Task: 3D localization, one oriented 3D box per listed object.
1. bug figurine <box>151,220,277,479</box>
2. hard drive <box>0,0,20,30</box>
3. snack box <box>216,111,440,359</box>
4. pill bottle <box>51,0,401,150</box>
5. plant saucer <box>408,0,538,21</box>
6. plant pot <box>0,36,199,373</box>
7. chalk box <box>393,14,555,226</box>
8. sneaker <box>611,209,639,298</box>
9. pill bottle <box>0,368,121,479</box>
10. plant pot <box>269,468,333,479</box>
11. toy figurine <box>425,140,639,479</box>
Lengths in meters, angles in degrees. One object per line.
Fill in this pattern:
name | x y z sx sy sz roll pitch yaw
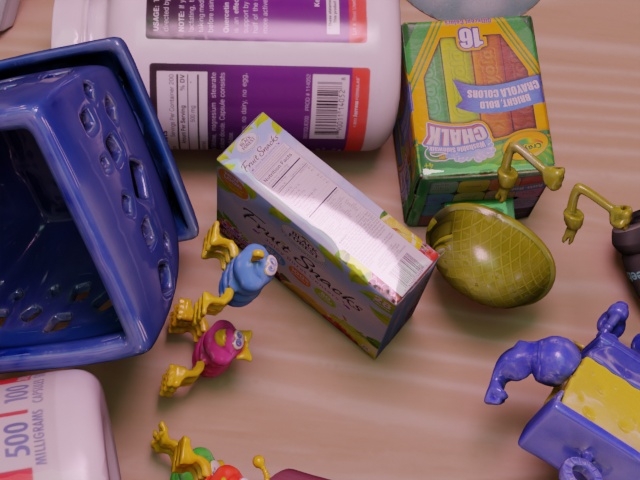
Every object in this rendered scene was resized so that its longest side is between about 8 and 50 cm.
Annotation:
bug figurine | -0.091 0.136 1.126 0.072 0.216 0.279 12 68 -16
hard drive | -0.354 -0.381 1.263 0.203 0.307 0.040 31 35 7
snack box | 0.000 0.000 1.201 0.207 0.174 0.070 38 71 9
pill bottle | -0.089 -0.178 1.256 0.323 0.181 0.181 1 70 -4
plant saucer | 0.163 -0.325 1.403 0.195 0.037 0.195 2 70 -4
plant pot | -0.248 -0.039 1.127 0.236 0.236 0.212 -9 27 23
chalk box | 0.146 -0.093 1.267 0.132 0.132 0.213 -5 70 -5
sneaker | 0.415 -0.009 1.290 0.267 0.101 0.106 -20 95 -11
pill bottle | -0.367 0.247 1.058 0.408 0.229 0.229 -10 71 -8
plant pot | 0.020 0.290 1.099 0.180 0.201 0.201 25 70 22
toy figurine | 0.235 0.113 1.115 0.362 0.191 0.217 33 49 -1
